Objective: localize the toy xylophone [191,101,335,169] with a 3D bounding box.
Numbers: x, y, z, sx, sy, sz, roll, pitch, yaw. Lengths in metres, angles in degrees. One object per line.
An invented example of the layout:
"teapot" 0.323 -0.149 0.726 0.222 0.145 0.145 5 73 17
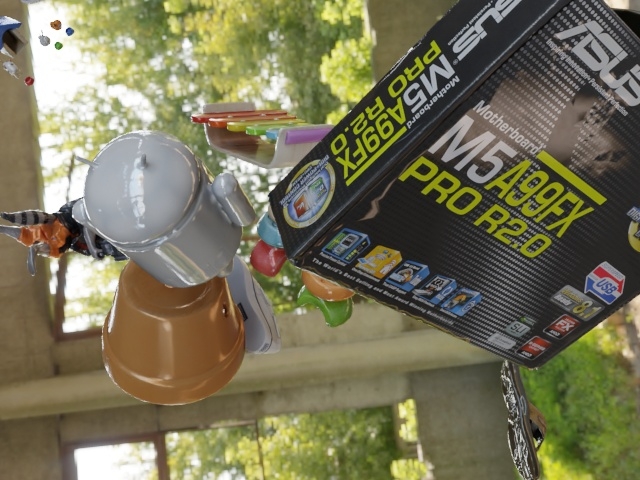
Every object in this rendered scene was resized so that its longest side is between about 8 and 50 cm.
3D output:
"toy xylophone" -0.080 -0.200 1.545 0.322 0.236 0.081 20 115 45

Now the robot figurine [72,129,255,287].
"robot figurine" -0.259 -0.051 1.384 0.353 0.299 0.200 53 -150 -57

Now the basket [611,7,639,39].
"basket" 0.287 -0.124 0.907 0.227 0.204 0.154 95 178 -71

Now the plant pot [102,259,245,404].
"plant pot" -0.289 0.146 1.623 0.291 0.290 0.204 -93 8 -45

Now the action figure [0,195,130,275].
"action figure" -0.583 -0.032 1.994 0.330 0.341 0.179 -28 -64 -42

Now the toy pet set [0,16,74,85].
"toy pet set" -0.490 -0.333 1.352 0.122 0.114 0.065 -57 -28 -13

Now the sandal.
"sandal" 0.367 0.316 1.469 0.090 0.060 0.220 101 165 -66

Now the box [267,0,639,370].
"box" 0.135 -0.029 0.525 0.270 0.216 0.060 26 -148 -40

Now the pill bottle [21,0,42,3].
"pill bottle" -0.439 -0.424 1.208 0.078 0.078 0.137 -93 -15 -45

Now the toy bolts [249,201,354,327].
"toy bolts" 0.000 0.000 1.463 0.218 0.228 0.159 -43 -24 -39

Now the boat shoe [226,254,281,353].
"boat shoe" -0.160 0.146 1.862 0.084 0.095 0.258 22 -140 -52
